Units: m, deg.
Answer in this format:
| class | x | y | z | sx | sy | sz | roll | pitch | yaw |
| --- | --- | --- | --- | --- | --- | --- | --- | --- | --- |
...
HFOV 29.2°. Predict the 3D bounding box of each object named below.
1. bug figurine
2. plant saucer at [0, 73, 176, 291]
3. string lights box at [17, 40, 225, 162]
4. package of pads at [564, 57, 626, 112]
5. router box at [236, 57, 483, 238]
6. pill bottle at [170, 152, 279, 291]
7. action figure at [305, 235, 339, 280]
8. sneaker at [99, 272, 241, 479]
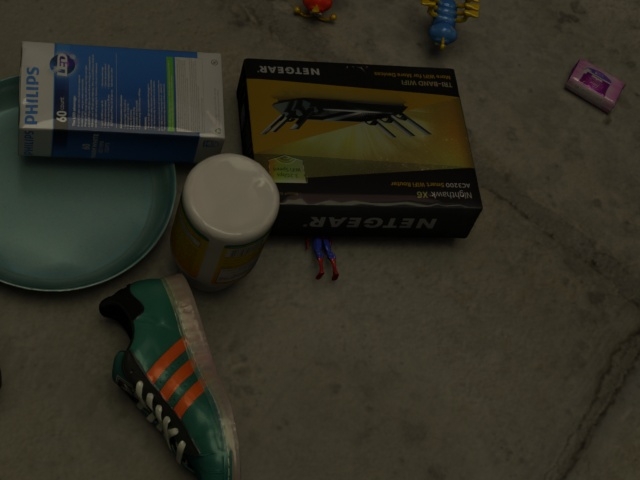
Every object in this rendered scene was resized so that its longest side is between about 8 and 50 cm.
| class | x | y | z | sx | sy | sz | roll | pitch | yaw |
| --- | --- | --- | --- | --- | --- | --- | --- | --- | --- |
| bug figurine | 0.100 | -0.388 | 1.836 | 0.279 | 0.072 | 0.216 | 15 | 57 | -2 |
| plant saucer | -0.348 | -0.074 | 1.599 | 0.318 | 0.043 | 0.317 | 5 | 64 | -11 |
| string lights box | -0.260 | -0.179 | 1.602 | 0.260 | 0.077 | 0.133 | 2 | 65 | -13 |
| package of pads | 0.416 | -0.235 | 1.863 | 0.083 | 0.032 | 0.050 | 31 | 61 | 2 |
| router box | 0.048 | -0.126 | 1.682 | 0.309 | 0.081 | 0.243 | 0 | 58 | -13 |
| pill bottle | -0.125 | -0.013 | 1.530 | 0.118 | 0.208 | 0.117 | 5 | 65 | -11 |
| action figure | 0.000 | 0.000 | 1.656 | 0.038 | 0.030 | 0.115 | 2 | 60 | -19 |
| sneaker | -0.185 | 0.185 | 1.488 | 0.121 | 0.108 | 0.302 | -13 | 61 | -18 |
